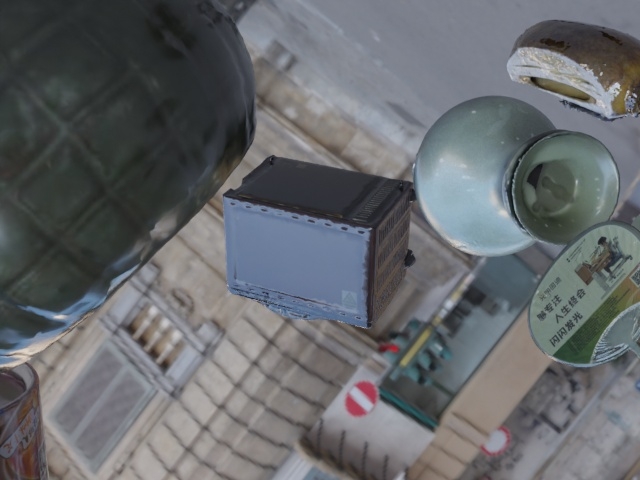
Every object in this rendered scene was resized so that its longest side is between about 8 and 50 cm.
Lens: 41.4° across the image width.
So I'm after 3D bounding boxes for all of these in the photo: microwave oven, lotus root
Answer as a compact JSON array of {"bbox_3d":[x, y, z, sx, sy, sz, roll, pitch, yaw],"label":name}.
[{"bbox_3d":[-0.001,0.000,1.238,0.248,0.188,0.178,12,-146,21],"label":"microwave oven"},{"bbox_3d":[0.116,-0.080,0.369,0.083,0.037,0.030,47,164,57],"label":"lotus root"}]

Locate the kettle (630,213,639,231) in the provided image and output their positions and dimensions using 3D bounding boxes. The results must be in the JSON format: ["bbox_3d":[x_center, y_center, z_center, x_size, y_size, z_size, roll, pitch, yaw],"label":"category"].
[{"bbox_3d":[0.457,0.054,1.086,0.211,0.159,0.243,-8,146,39],"label":"kettle"}]

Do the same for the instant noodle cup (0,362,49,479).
[{"bbox_3d":[-0.336,0.205,0.696,0.251,0.192,0.250,4,-169,-1],"label":"instant noodle cup"}]

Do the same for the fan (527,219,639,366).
[{"bbox_3d":[0.112,0.022,0.320,0.003,0.060,0.080,19,179,-34],"label":"fan"}]

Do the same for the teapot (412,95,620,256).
[{"bbox_3d":[0.208,-0.062,0.891,0.183,0.183,0.251,37,180,-12],"label":"teapot"}]

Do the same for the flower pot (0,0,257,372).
[{"bbox_3d":[-0.196,-0.064,0.486,0.213,0.302,0.302,50,180,-18],"label":"flower pot"}]
